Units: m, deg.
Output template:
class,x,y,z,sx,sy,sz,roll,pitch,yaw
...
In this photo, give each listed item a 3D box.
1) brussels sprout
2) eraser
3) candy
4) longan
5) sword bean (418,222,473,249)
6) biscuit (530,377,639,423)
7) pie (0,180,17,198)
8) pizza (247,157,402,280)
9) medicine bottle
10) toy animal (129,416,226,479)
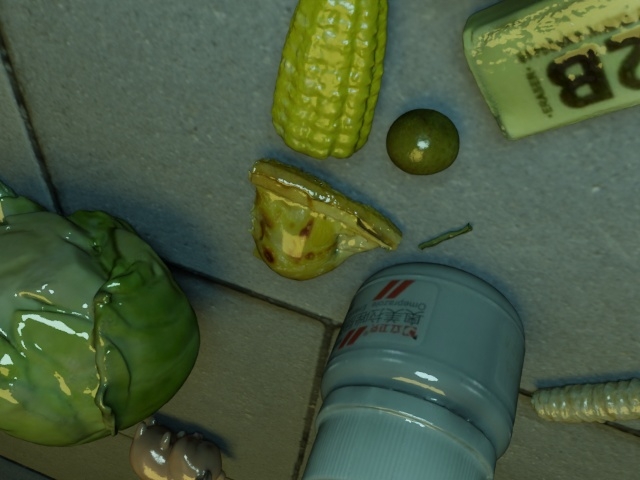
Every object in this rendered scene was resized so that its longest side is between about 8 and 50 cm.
class,x,y,z,sx,sy,sz,roll,pitch,yaw
brussels sprout,-0.403,0.146,0.934,0.425,0.342,0.361,19,135,25
eraser,0.216,-0.158,0.489,0.172,0.058,0.117,-12,127,38
candy,0.015,-0.178,0.553,0.106,0.094,0.199,22,134,7
longan,0.106,-0.099,0.613,0.075,0.075,0.083,10,180,19
sword bean,0.152,-0.003,0.734,0.012,0.012,0.083,43,139,-21
biscuit,0.399,0.221,0.816,0.219,0.055,0.061,-17,135,40
pie,-0.598,-0.065,1.048,0.186,0.041,0.187,15,141,13
pizza,-0.007,0.003,0.774,0.204,0.081,0.188,21,141,4
medicine bottle,0.118,0.208,0.753,0.244,0.306,0.245,15,140,13
toy animal,-0.372,0.563,1.534,0.250,0.154,0.166,13,-178,14
